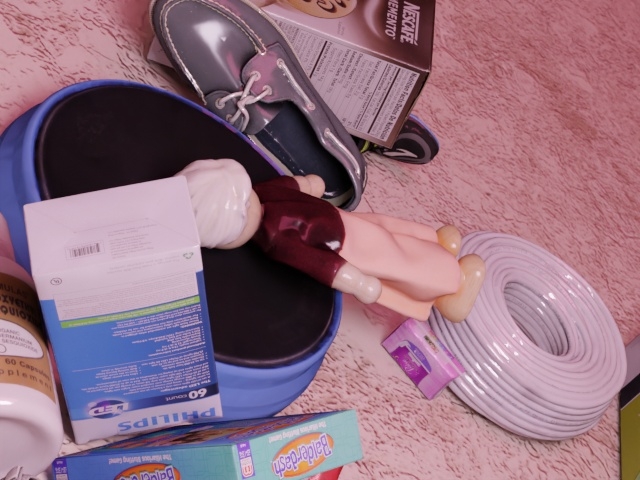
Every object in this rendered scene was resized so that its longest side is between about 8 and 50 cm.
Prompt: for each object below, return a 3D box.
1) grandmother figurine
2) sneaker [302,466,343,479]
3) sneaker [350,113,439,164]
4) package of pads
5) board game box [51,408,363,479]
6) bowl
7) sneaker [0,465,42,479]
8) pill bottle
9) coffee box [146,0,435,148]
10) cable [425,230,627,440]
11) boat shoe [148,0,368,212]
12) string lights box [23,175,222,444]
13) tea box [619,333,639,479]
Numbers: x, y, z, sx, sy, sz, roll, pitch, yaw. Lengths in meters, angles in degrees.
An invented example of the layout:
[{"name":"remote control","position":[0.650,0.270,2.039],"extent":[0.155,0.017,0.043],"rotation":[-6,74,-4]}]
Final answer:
[{"name":"grandmother figurine","position":[0.000,0.000,1.870],"extent":[0.342,0.104,0.208],"rotation":[16,14,-31]},{"name":"sneaker","position":[-0.023,0.260,1.678],"extent":[0.221,0.087,0.128],"rotation":[-43,109,-32]},{"name":"sneaker","position":[0.051,-0.121,2.224],"extent":[0.188,0.067,0.078],"rotation":[18,42,-24]},{"name":"package of pads","position":[0.109,0.124,2.020],"extent":[0.083,0.050,0.032],"rotation":[50,39,9]},{"name":"board game box","position":[-0.095,0.183,1.599],"extent":[0.160,0.210,0.047],"rotation":[-10,90,-50]},{"name":"bowl","position":[-0.143,0.000,1.867],"extent":[0.391,0.077,0.391],"rotation":[28,36,-23]},{"name":"sneaker","position":[-0.159,0.271,1.510],"extent":[0.281,0.115,0.105],"rotation":[28,36,-22]},{"name":"pill bottle","position":[-0.291,0.082,1.567],"extent":[0.131,0.131,0.229],"rotation":[16,42,-36]},{"name":"coffee box","position":[-0.028,-0.239,2.152],"extent":[0.297,0.119,0.168],"rotation":[19,36,-10]},{"name":"cable","position":[0.225,0.106,2.127],"extent":[0.257,0.089,0.257],"rotation":[39,33,-7]},{"name":"boat shoe","position":[-0.060,-0.150,2.034],"extent":[0.319,0.116,0.099],"rotation":[49,9,-21]},{"name":"string lights box","position":[-0.159,0.065,1.585],"extent":[0.133,0.259,0.076],"rotation":[-10,54,-6]},{"name":"tea box","position":[0.533,0.247,2.178],"extent":[0.329,0.220,0.323],"rotation":[32,35,-17]}]
